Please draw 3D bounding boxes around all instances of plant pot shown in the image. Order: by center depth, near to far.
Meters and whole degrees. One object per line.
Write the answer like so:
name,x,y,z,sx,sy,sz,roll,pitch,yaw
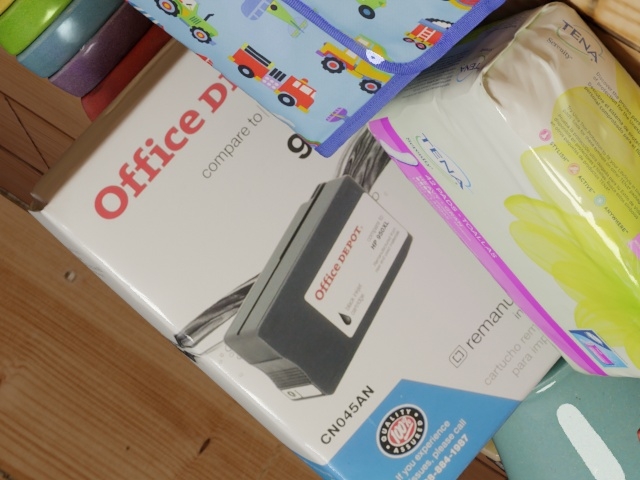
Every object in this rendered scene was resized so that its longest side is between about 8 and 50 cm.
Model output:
plant pot,0.273,0.162,1.516,0.255,0.271,0.272,47,165,-16

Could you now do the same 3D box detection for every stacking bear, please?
stacking bear,-0.255,-0.254,1.541,0.289,0.164,0.175,42,167,-14

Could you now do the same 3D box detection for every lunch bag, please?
lunch bag,0.004,-0.207,1.128,0.221,0.138,0.293,38,156,-9

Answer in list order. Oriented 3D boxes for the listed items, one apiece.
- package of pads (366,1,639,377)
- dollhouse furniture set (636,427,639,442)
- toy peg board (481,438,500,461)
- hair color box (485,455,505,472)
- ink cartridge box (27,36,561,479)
package of pads,0.184,-0.025,1.226,0.296,0.101,0.229,48,163,-12
dollhouse furniture set,0.406,0.251,1.288,0.201,0.152,0.374,-3,121,39
toy peg board,0.181,0.136,1.917,0.161,0.161,0.079,30,150,26
hair color box,0.365,0.297,2.149,0.174,0.105,0.347,37,168,-14
ink cartridge box,0.000,0.000,1.389,0.395,0.285,0.166,43,172,-12
